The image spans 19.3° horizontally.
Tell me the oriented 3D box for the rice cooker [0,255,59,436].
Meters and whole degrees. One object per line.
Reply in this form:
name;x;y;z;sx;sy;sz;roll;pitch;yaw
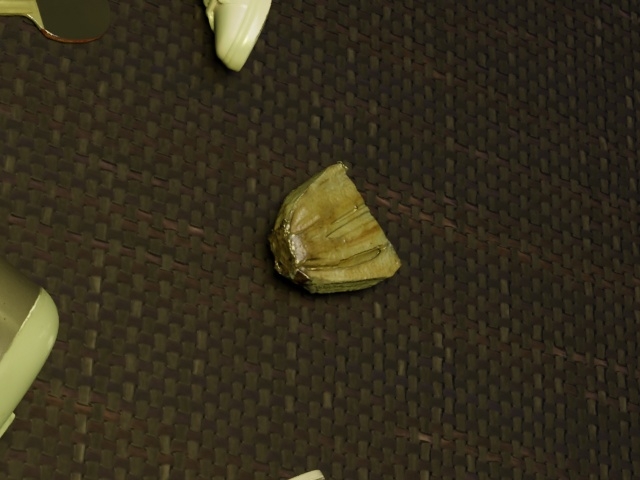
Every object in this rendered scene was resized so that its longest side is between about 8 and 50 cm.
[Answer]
rice cooker;-0.404;0.091;1.659;0.277;0.288;0.288;37;52;-10

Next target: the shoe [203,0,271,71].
shoe;-0.115;-0.313;2.163;0.110;0.095;0.265;19;52;-17

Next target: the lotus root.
lotus root;-0.003;0.000;2.087;0.144;0.070;0.143;-22;86;-42

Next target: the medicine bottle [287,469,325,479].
medicine bottle;0.001;0.334;1.895;0.107;0.107;0.191;-15;75;-37

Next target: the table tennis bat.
table tennis bat;-0.299;-0.255;2.060;0.156;0.013;0.087;-4;70;-35
